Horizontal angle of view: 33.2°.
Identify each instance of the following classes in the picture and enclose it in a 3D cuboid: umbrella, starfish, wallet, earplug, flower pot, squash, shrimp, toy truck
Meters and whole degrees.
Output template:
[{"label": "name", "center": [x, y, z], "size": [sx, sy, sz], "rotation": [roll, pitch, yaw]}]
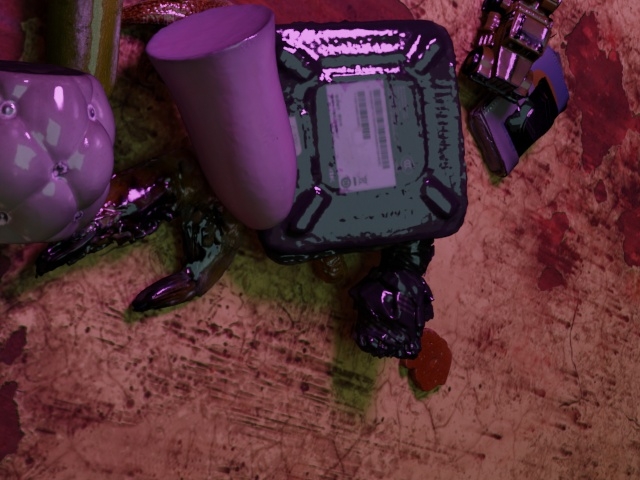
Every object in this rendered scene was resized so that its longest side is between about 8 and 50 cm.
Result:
[{"label": "umbrella", "center": [0.119, 0.026, 1.760], "size": [0.154, 0.128, 0.336], "rotation": [2, 89, -33]}, {"label": "starfish", "center": [-0.191, -0.305, 1.474], "size": [0.238, 0.057, 0.213], "rotation": [-28, 122, -35]}, {"label": "wallet", "center": [0.375, -0.243, 1.988], "size": [0.231, 0.069, 0.170], "rotation": [-46, 129, -26]}, {"label": "earplug", "center": [-0.105, -0.147, 1.449], "size": [0.172, 0.172, 0.301], "rotation": [-39, 127, -32]}, {"label": "flower pot", "center": [-0.355, -0.104, 1.235], "size": [0.246, 0.246, 0.195], "rotation": [-3, 106, -42]}, {"label": "squash", "center": [-0.291, -0.341, 1.348], "size": [0.101, 0.101, 0.378], "rotation": [2, 99, -42]}, {"label": "shrimp", "center": [-0.230, 0.004, 1.482], "size": [0.365, 0.071, 0.233], "rotation": [-31, 122, -41]}, {"label": "toy truck", "center": [0.352, -0.376, 1.882], "size": [0.127, 0.127, 0.257], "rotation": [25, 80, -17]}]

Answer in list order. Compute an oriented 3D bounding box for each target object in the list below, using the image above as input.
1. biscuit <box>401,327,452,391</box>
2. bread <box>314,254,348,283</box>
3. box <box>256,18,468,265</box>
[{"label": "biscuit", "center": [0.191, 0.213, 1.921], "size": [0.130, 0.019, 0.102], "rotation": [47, 65, -36]}, {"label": "bread", "center": [0.000, 0.000, 1.699], "size": [0.052, 0.044, 0.157], "rotation": [-38, 120, -28]}, {"label": "box", "center": [0.053, -0.154, 1.628], "size": [0.350, 0.091, 0.359], "rotation": [-8, 95, -22]}]
